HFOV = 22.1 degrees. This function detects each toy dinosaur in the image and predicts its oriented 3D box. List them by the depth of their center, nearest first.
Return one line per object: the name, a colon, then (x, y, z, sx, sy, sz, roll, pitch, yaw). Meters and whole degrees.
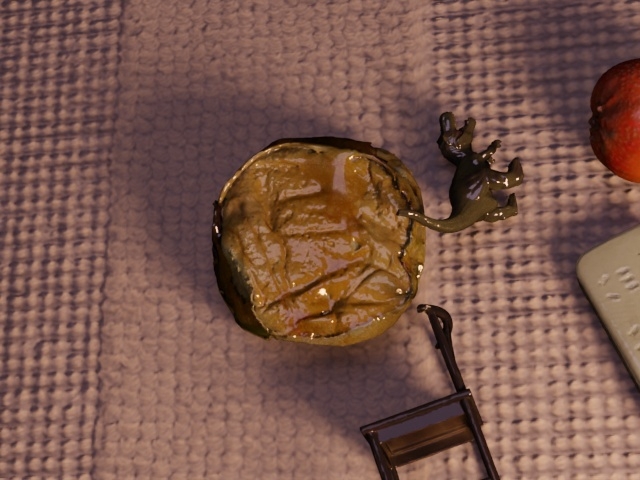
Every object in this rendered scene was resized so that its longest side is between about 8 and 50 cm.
toy dinosaur: (0.154, -0.069, 2.023, 0.179, 0.087, 0.187, -9, 43, -12)

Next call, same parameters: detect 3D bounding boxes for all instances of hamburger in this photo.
hamburger: (-0.002, 0.001, 2.023, 0.266, 0.134, 0.284, 2, 73, 4)

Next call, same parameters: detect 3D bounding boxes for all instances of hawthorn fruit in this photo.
hawthorn fruit: (0.469, -0.144, 1.978, 0.285, 0.165, 0.165, 0, 68, 6)

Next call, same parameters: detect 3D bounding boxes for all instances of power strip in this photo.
power strip: (0.438, 0.093, 1.928, 0.194, 0.059, 0.265, -27, 64, 0)

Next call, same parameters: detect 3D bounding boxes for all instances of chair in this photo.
chair: (0.126, 0.223, 1.890, 0.141, 0.154, 0.260, -20, 67, 3)
